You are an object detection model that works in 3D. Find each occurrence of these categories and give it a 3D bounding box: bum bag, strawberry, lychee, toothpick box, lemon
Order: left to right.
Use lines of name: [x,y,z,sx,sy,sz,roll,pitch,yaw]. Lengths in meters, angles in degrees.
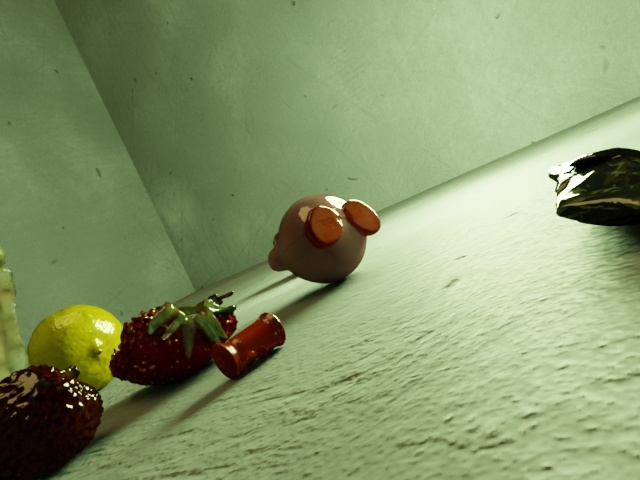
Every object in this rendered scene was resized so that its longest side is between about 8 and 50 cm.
lychee: [-0.309,0.195,0.513,0.123,0.123,0.129,-22,13,48]
lemon: [-0.480,0.216,0.936,0.203,0.179,0.178,-16,9,43]
strawberry: [-0.205,0.166,0.680,0.167,0.087,0.208,-4,-36,-35]
toothpick box: [-0.085,0.124,0.559,0.047,0.047,0.083,-22,5,46]
bum bag: [0.274,-0.052,0.445,0.102,0.069,0.248,15,18,19]

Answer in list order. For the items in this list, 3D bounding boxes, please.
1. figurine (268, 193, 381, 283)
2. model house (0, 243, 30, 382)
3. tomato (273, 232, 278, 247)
figurine: [0.000,0.000,0.873,0.173,0.174,0.173,-25,3,1]
model house: [-0.772,0.176,0.721,0.444,0.396,0.400,9,19,25]
tomato: [-0.034,0.034,1.296,0.189,0.100,0.173,17,-37,-26]
